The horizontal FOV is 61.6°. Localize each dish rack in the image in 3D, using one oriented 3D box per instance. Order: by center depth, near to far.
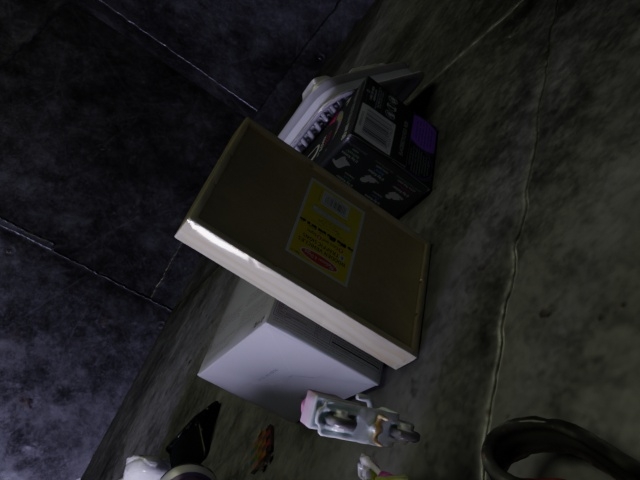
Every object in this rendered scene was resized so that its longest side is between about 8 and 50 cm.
[{"bbox_3d":[0.014,-0.211,1.006,0.286,0.072,0.333,-26,-11,-40],"label":"dish rack"}]

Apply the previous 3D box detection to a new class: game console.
[{"bbox_3d":[-0.232,0.379,1.011,0.122,0.071,0.107,-49,-12,27],"label":"game console"}]

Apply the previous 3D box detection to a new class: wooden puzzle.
[{"bbox_3d":[-0.081,0.288,0.743,0.049,0.006,0.083,-53,17,16],"label":"wooden puzzle"}]

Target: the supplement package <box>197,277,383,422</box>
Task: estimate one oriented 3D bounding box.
[{"bbox_3d":[-0.020,0.087,0.677,0.194,0.149,0.203,-40,23,46],"label":"supplement package"}]

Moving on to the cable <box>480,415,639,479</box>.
[{"bbox_3d":[0.168,0.143,0.245,0.287,0.072,0.139,-24,18,43],"label":"cable"}]

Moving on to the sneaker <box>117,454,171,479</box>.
[{"bbox_3d":[-0.353,0.498,1.036,0.115,0.091,0.232,-90,24,-48],"label":"sneaker"}]

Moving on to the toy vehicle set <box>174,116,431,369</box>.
[{"bbox_3d":[0.000,0.000,0.571,0.035,0.267,0.165,-42,21,44],"label":"toy vehicle set"}]

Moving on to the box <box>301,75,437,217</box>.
[{"bbox_3d":[0.038,-0.091,0.852,0.270,0.143,0.165,-43,21,43],"label":"box"}]

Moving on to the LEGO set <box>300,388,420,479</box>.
[{"bbox_3d":[-0.001,0.254,0.381,0.107,0.132,0.286,154,139,-77],"label":"LEGO set"}]

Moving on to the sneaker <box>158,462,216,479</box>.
[{"bbox_3d":[-0.252,0.460,0.765,0.283,0.107,0.124,-54,22,12],"label":"sneaker"}]
